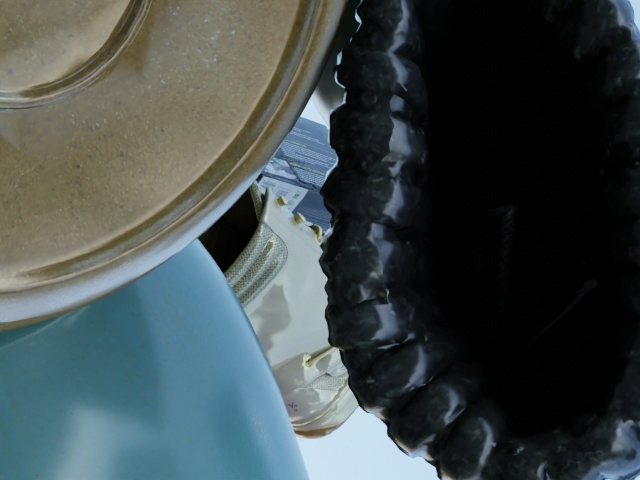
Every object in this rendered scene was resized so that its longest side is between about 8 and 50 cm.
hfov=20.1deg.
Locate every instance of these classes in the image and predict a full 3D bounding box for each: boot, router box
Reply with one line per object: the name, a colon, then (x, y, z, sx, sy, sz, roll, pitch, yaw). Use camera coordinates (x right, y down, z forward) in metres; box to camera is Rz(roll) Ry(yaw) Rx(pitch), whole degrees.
boot: (0.044, -0.068, 0.655, 0.131, 0.260, 0.348, -31, -106, 10)
boot: (0.000, 0.000, 1.450, 0.095, 0.203, 0.262, 11, -120, 47)
router box: (-0.034, -0.069, 1.663, 0.046, 0.179, 0.133, -49, -128, 21)

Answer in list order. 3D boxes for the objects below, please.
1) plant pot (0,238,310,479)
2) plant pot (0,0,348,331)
plant pot: (-0.154, 0.095, 0.875, 0.293, 0.293, 0.235, 44, -28, 51)
plant pot: (-0.082, -0.075, 0.479, 0.032, 0.236, 0.236, 36, -58, 49)
